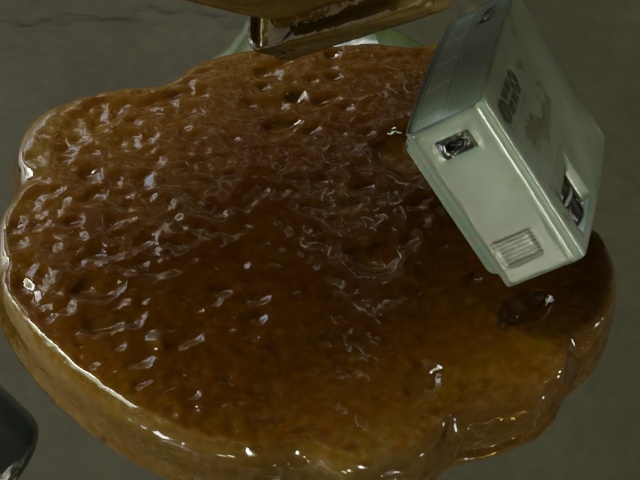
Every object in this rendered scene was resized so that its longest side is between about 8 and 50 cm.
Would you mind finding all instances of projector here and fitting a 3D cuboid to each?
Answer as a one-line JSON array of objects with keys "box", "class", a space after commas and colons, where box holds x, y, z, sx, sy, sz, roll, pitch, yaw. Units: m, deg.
[{"box": [0.106, -0.058, 0.972, 0.061, 0.147, 0.115, -26, 112, 28], "class": "projector"}]

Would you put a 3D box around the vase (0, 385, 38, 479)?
[{"box": [-0.363, 0.079, 1.214, 0.173, 0.173, 0.321, -42, 105, -12], "class": "vase"}]

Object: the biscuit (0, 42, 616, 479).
[{"box": [0.000, 0.000, 1.033, 0.381, 0.359, 0.074, -33, 150, -34], "class": "biscuit"}]

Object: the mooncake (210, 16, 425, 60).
[{"box": [0.058, -0.080, 1.590, 0.351, 0.351, 0.187, 35, 87, -22], "class": "mooncake"}]

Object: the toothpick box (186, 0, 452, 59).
[{"box": [-0.097, -0.218, 0.863, 0.308, 0.190, 0.187, 8, 84, -32], "class": "toothpick box"}]
